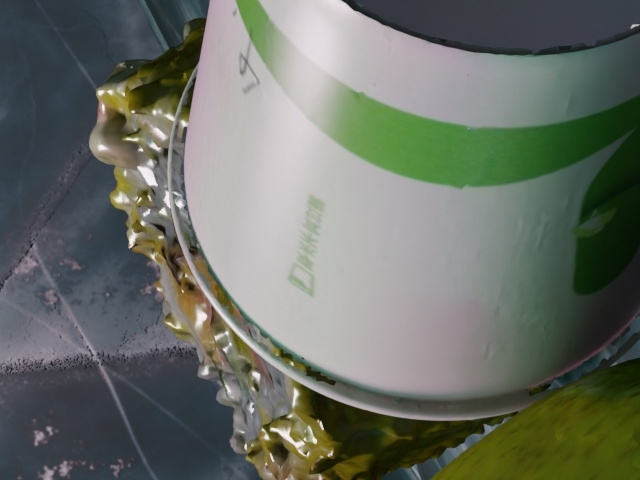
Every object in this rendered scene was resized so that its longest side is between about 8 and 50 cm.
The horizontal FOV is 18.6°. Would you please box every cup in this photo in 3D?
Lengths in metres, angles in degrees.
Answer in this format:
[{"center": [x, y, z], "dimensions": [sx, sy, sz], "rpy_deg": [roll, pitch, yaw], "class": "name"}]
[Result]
[{"center": [0.058, -0.089, 0.804], "dimensions": [0.253, 0.253, 0.274], "rpy_deg": [59, 164, 23], "class": "cup"}]

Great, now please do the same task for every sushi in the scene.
[{"center": [0.000, 0.000, 1.402], "dimensions": [0.351, 0.240, 0.396], "rpy_deg": [62, 167, 10], "class": "sushi"}]

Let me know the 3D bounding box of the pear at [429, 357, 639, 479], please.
[{"center": [0.142, 0.169, 0.733], "dimensions": [0.238, 0.342, 0.318], "rpy_deg": [43, 156, 1], "class": "pear"}]
